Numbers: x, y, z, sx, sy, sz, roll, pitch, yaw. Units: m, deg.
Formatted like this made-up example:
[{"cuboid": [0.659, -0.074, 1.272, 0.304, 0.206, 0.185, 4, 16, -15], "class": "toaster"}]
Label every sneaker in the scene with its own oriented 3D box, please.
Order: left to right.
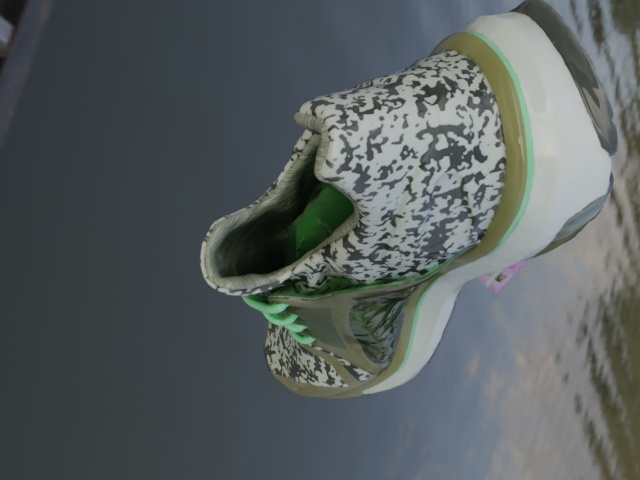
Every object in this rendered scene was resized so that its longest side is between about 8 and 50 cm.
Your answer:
[{"cuboid": [0.000, 0.000, 0.625, 0.410, 0.182, 0.158, 123, -46, -56], "class": "sneaker"}]

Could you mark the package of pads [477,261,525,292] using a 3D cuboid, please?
[{"cuboid": [0.190, 0.014, 0.982, 0.050, 0.032, 0.083, -50, 171, -22], "class": "package of pads"}]
